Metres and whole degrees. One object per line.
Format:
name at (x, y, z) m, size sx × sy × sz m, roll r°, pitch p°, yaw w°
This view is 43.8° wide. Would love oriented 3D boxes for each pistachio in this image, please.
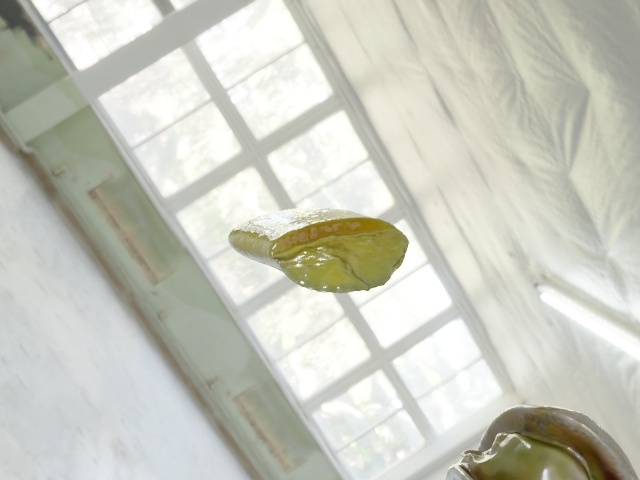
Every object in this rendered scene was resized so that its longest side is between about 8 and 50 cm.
pistachio at (0.148, 0.189, 0.518) m, size 0.144 × 0.144 × 0.215 m, roll 54°, pitch -10°, yaw 38°

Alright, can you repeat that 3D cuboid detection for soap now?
soap at (0.000, 0.000, 0.478) m, size 0.168 × 0.089 × 0.033 m, roll -163°, pitch -118°, yaw -66°
